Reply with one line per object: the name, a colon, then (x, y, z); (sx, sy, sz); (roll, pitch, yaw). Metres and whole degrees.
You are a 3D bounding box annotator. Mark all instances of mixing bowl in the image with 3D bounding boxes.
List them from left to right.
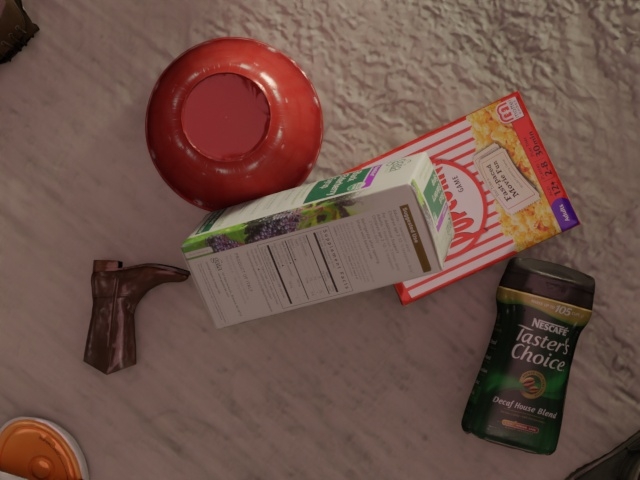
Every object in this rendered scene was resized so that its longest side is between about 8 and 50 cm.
mixing bowl: (-0.089, -0.116, 1.376); (0.181, 0.098, 0.181); (0, 90, 2)

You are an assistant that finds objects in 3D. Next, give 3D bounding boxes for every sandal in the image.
sandal: (-0.288, 0.309, 1.384); (0.102, 0.076, 0.265); (4, 89, 1)

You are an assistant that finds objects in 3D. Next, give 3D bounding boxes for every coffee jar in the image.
coffee jar: (0.205, 0.111, 1.377); (0.096, 0.079, 0.184); (14, 89, 1)

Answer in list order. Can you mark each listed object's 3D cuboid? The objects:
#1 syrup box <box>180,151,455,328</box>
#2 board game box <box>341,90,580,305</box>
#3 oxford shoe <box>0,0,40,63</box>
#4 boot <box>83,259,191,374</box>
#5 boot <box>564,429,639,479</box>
syrup box: (0.000, 0.000, 1.331); (0.237, 0.093, 0.096); (-16, 108, 19)
board game box: (0.138, -0.041, 1.396); (0.193, 0.045, 0.146); (-26, 89, 1)
oxford shoe: (-0.332, -0.199, 1.390); (0.096, 0.083, 0.227); (14, 91, -3)
boot: (-0.183, 0.079, 1.404); (0.106, 0.037, 0.114); (3, 86, 14)
boot: (0.290, 0.234, 1.309); (0.076, 0.208, 0.189); (44, 90, 2)
